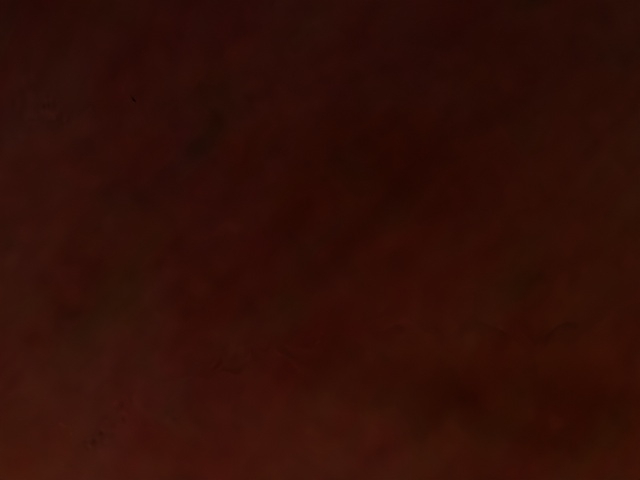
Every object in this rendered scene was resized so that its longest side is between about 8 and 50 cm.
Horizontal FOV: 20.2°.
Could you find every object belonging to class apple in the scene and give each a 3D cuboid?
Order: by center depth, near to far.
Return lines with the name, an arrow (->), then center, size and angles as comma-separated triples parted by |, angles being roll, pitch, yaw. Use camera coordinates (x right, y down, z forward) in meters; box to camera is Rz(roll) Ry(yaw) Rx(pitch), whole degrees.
apple -> -0.001, 0.000, 0.535 | 0.391, 0.346, 0.391 | 35, 164, 12
